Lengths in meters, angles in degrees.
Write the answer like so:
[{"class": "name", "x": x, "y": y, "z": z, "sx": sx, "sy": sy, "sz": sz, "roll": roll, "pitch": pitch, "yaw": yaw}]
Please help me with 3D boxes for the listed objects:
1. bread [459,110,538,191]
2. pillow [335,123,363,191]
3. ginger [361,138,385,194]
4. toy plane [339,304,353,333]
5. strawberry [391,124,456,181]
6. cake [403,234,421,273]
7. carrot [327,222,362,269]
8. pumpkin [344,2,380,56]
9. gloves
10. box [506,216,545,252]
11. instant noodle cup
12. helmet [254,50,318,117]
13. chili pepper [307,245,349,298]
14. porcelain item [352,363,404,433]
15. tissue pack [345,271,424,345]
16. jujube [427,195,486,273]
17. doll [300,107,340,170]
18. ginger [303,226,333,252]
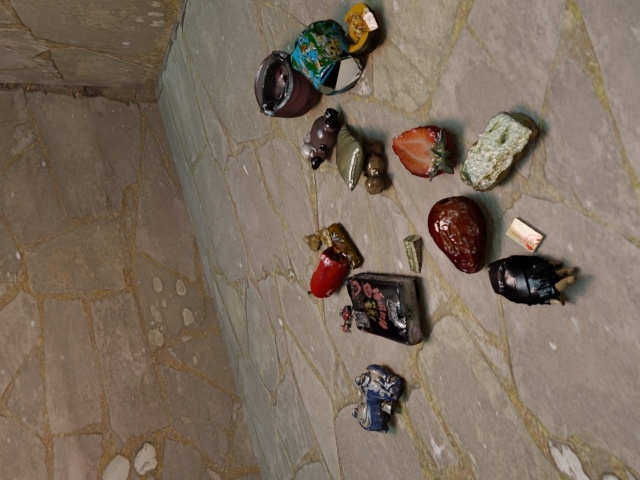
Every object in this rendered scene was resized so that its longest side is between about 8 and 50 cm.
[{"class": "bread", "x": 0.483, "y": -0.242, "z": 1.220, "sx": 0.128, "sy": 0.088, "sz": 0.232, "roll": 49, "pitch": 130, "yaw": 24}, {"class": "pillow", "x": 0.106, "y": -0.318, "z": 1.676, "sx": 0.302, "sy": 0.075, "sz": 0.185, "roll": -106, "pitch": 21, "yaw": -62}, {"class": "ginger", "x": 0.195, "y": -0.271, "z": 1.623, "sx": 0.104, "sy": 0.080, "sz": 0.204, "roll": 110, "pitch": 155, "yaw": -85}, {"class": "toy plane", "x": 0.115, "y": 0.339, "z": 1.948, "sx": 0.060, "sy": 0.037, "sz": 0.145, "roll": 26, "pitch": 116, "yaw": 38}, {"class": "strawberry", "x": 0.330, "y": -0.276, "z": 1.418, "sx": 0.228, "sy": 0.098, "sz": 0.174, "roll": 10, "pitch": 106, "yaw": 58}, {"class": "cake", "x": 0.323, "y": 0.053, "z": 1.557, "sx": 0.051, "sy": 0.055, "sz": 0.140, "roll": 10, "pitch": 109, "yaw": 47}, {"class": "carrot", "x": 0.103, "y": 0.022, "z": 1.860, "sx": 0.228, "sy": 0.069, "sz": 0.069, "roll": 58, "pitch": 140, "yaw": 28}, {"class": "pumpkin", "x": 0.153, "y": -0.720, "z": 1.544, "sx": 0.119, "sy": 0.108, "sz": 0.183, "roll": -16, "pitch": 70, "yaw": 47}, {"class": "gloves", "x": 0.567, "y": 0.105, "z": 1.173, "sx": 0.164, "sy": 0.124, "sz": 0.203, "roll": 60, "pitch": 153, "yaw": -3}, {"class": "box", "x": 0.563, "y": -0.015, "z": 1.221, "sx": 0.093, "sy": 0.015, "sz": 0.058, "roll": 47, "pitch": 136, "yaw": 38}, {"class": "instant noodle cup", "x": 0.030, "y": -0.662, "z": 1.642, "sx": 0.178, "sy": 0.240, "sz": 0.240, "roll": 60, "pitch": 141, "yaw": 21}, {"class": "helmet", "x": -0.134, "y": -0.655, "z": 1.899, "sx": 0.338, "sy": 0.197, "sz": 0.271, "roll": 37, "pitch": 119, "yaw": 54}, {"class": "chili pepper", "x": 0.018, "y": 0.185, "z": 1.956, "sx": 0.131, "sy": 0.134, "sz": 0.338, "roll": 38, "pitch": 128, "yaw": 15}, {"class": "porcelain item", "x": 0.238, "y": 0.641, "z": 1.786, "sx": 0.186, "sy": 0.138, "sz": 0.288, "roll": 14, "pitch": 106, "yaw": 35}, {"class": "tissue pack", "x": 0.243, "y": 0.251, "z": 1.670, "sx": 0.332, "sy": 0.123, "sz": 0.245, "roll": 0, "pitch": 104, "yaw": 59}, {"class": "jujube", "x": 0.417, "y": -0.016, "z": 1.326, "sx": 0.168, "sy": 0.168, "sz": 0.236, "roll": -12, "pitch": 104, "yaw": 56}, {"class": "doll", "x": 0.001, "y": -0.415, "z": 1.830, "sx": 0.257, "sy": 0.117, "sz": 0.182, "roll": -49, "pitch": 30, "yaw": 48}, {"class": "ginger", "x": 0.000, "y": 0.000, "z": 2.013, "sx": 0.193, "sy": 0.053, "sz": 0.176, "roll": 45, "pitch": 134, "yaw": 29}]
